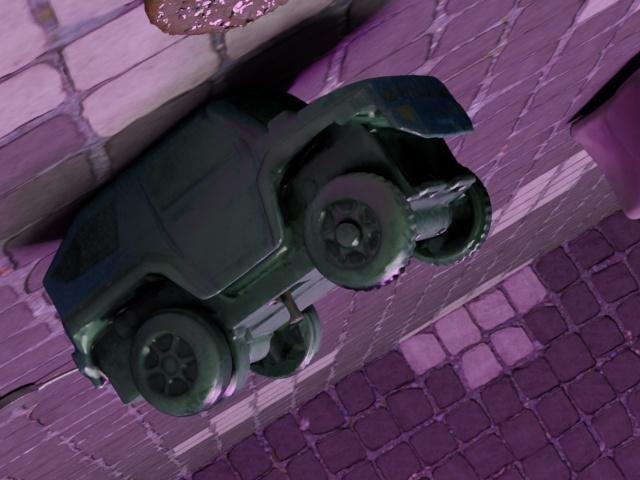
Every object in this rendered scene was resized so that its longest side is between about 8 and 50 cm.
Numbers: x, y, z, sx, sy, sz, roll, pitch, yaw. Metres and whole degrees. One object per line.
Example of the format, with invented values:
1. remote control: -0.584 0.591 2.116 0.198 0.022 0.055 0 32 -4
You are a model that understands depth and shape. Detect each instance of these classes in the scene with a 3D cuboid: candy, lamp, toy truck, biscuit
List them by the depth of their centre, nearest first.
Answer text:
1. biscuit: -0.019 -0.142 0.727 0.152 0.020 0.152 -31 169 -7
2. toy truck: -0.033 -0.003 0.980 0.279 0.156 0.155 -37 170 26
3. lamp: -0.205 0.124 1.425 0.198 0.056 0.050 -27 173 -8
4. candy: 0.480 -0.176 1.791 0.359 0.145 0.208 -26 169 -27
